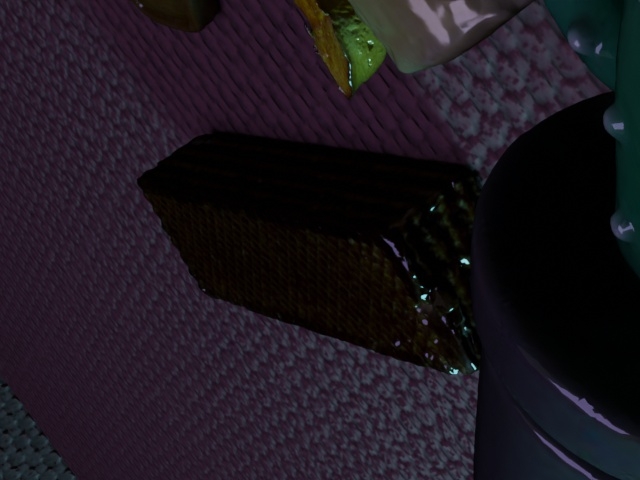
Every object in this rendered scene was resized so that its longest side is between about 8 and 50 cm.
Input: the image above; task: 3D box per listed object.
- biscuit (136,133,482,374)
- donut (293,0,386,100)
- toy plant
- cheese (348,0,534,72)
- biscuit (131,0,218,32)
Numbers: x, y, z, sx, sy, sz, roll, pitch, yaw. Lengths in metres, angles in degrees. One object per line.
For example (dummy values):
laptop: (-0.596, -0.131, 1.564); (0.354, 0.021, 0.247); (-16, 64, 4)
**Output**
biscuit: (0.000, 0.000, 1.217); (0.107, 0.073, 0.388); (60, 161, -20)
donut: (0.005, -0.129, 1.040); (0.083, 0.038, 0.067); (48, 163, 31)
toy plant: (0.149, -0.013, 0.701); (0.400, 0.185, 0.279); (96, 164, -53)
cheese: (0.033, -0.164, 0.835); (0.167, 0.094, 0.123); (52, 151, -6)
biscuit: (-0.149, -0.233, 1.226); (0.215, 0.034, 0.182); (42, 157, 31)
